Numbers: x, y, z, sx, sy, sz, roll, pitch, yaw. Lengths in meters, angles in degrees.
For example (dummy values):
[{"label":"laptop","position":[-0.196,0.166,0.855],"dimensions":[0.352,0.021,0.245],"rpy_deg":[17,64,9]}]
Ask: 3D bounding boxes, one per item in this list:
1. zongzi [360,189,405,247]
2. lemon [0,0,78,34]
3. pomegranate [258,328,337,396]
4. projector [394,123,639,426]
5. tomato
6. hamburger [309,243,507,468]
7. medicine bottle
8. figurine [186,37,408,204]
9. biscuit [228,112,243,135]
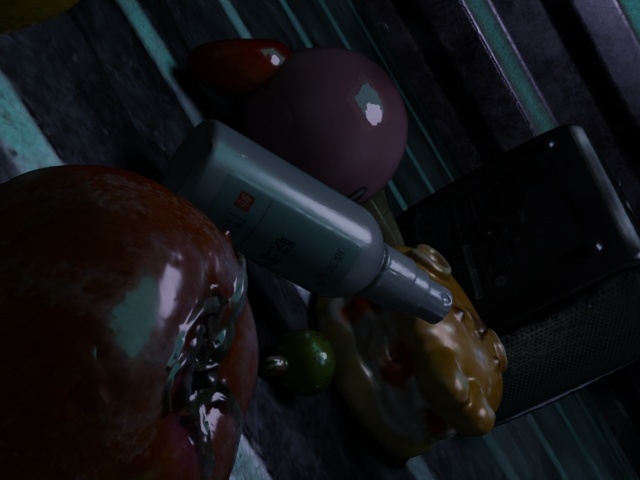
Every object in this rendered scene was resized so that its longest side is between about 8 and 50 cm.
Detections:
[{"label":"zongzi","position":[0.066,-0.005,1.433],"dimensions":[0.160,0.078,0.176],"rpy_deg":[63,27,3]},{"label":"lemon","position":[-0.249,-0.268,0.671],"dimensions":[0.240,0.240,0.219],"rpy_deg":[63,7,5]},{"label":"pomegranate","position":[-0.022,0.136,0.981],"dimensions":[0.084,0.073,0.073],"rpy_deg":[-38,101,-35]},{"label":"projector","position":[0.330,0.054,1.520],"dimensions":[0.242,0.405,0.395],"rpy_deg":[48,22,-34]},{"label":"tomato","position":[-0.142,0.073,0.522],"dimensions":[0.232,0.189,0.232],"rpy_deg":[6,90,-72]},{"label":"hamburger","position":[0.125,0.143,1.179],"dimensions":[0.261,0.186,0.302],"rpy_deg":[57,20,-12]},{"label":"medicine bottle","position":[0.000,0.000,0.992],"dimensions":[0.352,0.110,0.110],"rpy_deg":[30,31,-26]},{"label":"figurine","position":[0.001,-0.161,1.199],"dimensions":[0.270,0.211,0.261],"rpy_deg":[2,66,-63]},{"label":"biscuit","position":[-0.095,-0.138,1.267],"dimensions":[0.091,0.015,0.078],"rpy_deg":[50,21,-33]}]
